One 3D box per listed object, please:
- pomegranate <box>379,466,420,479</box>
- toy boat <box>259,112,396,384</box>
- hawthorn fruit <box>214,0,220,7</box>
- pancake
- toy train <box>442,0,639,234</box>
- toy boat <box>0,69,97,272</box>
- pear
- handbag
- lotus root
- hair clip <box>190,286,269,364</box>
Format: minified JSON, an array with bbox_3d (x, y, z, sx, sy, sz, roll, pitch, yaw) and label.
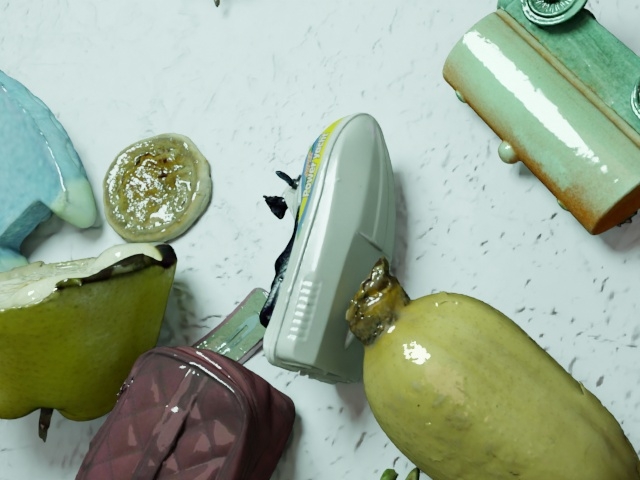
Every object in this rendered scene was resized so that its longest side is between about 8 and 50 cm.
[{"bbox_3d":[0.023,0.328,0.515,0.236,0.236,0.302,24,46,24],"label":"pomegranate"},{"bbox_3d":[0.004,0.005,0.669,0.141,0.141,0.269,-3,68,17],"label":"toy boat"},{"bbox_3d":[-0.139,-0.426,0.850,0.207,0.207,0.243,8,100,20],"label":"hawthorn fruit"},{"bbox_3d":[-0.205,-0.066,0.816,0.152,0.025,0.151,-5,71,16],"label":"pancake"},{"bbox_3d":[0.249,-0.139,0.656,0.177,0.116,0.285,-42,64,13],"label":"toy train"},{"bbox_3d":[-0.421,-0.094,0.867,0.330,0.123,0.215,45,97,15],"label":"toy boat"},{"bbox_3d":[-0.269,0.106,0.699,0.267,0.267,0.178,-6,103,16],"label":"pear"},{"bbox_3d":[-0.131,0.215,0.623,0.146,0.135,0.225,25,84,23],"label":"handbag"},{"bbox_3d":[0.142,0.144,0.563,0.303,0.131,0.146,41,56,13],"label":"lotus root"},{"bbox_3d":[-0.099,0.109,0.719,0.137,0.022,0.054,-42,64,4],"label":"hair clip"}]
